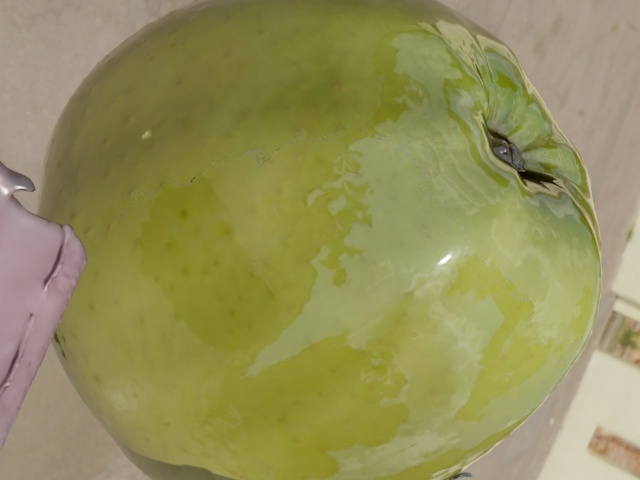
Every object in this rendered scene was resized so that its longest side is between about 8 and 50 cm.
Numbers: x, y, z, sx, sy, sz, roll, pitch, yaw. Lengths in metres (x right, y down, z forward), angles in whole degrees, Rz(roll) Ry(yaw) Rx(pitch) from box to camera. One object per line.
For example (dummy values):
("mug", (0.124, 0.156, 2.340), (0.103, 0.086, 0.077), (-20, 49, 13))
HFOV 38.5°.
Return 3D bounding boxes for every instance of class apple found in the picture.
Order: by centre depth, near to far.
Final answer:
("apple", (0.000, 0.000, 0.787), (0.473, 0.474, 0.473), (-49, 152, -37))

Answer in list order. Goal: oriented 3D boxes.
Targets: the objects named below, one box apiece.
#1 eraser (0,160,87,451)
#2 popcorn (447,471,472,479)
("eraser", (-0.277, 0.074, 0.362), (0.122, 0.272, 0.359), (-33, -149, 36))
("popcorn", (0.107, 0.325, 1.013), (0.173, 0.195, 0.168), (-116, -154, -61))
